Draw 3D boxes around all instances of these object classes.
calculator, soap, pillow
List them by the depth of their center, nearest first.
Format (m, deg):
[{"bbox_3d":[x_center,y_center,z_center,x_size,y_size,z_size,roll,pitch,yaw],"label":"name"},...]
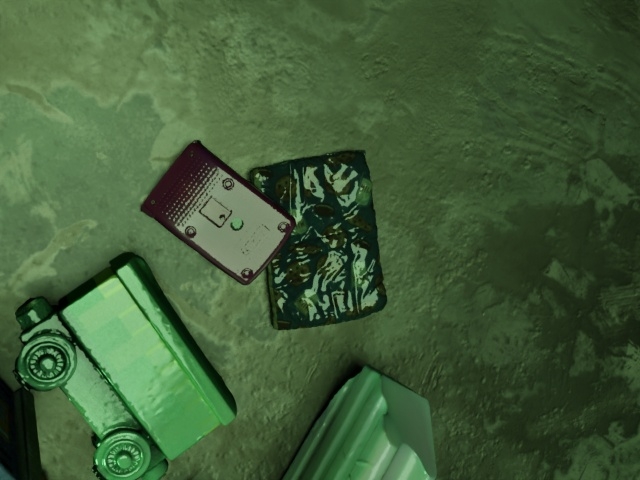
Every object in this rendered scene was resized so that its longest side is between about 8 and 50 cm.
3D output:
[{"bbox_3d":[-0.137,-0.035,0.946,0.190,0.034,0.127,38,91,-11],"label":"calculator"},{"bbox_3d":[0.036,0.360,0.972,0.115,0.208,0.347,32,85,-21],"label":"soap"},{"bbox_3d":[0.002,0.001,1.017,0.188,0.034,0.256,-11,98,-19],"label":"pillow"}]

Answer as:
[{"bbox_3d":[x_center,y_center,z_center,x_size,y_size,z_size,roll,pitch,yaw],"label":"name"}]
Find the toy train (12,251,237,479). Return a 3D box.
[{"bbox_3d":[-0.256,0.175,0.901,0.202,0.120,0.301,-35,106,-14],"label":"toy train"}]

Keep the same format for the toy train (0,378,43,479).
[{"bbox_3d":[-0.419,0.205,0.760,0.131,0.299,0.202,-38,114,-13],"label":"toy train"}]

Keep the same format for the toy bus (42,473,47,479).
[{"bbox_3d":[-0.451,0.357,0.870,0.194,0.088,0.084,-1,95,-18],"label":"toy bus"}]
